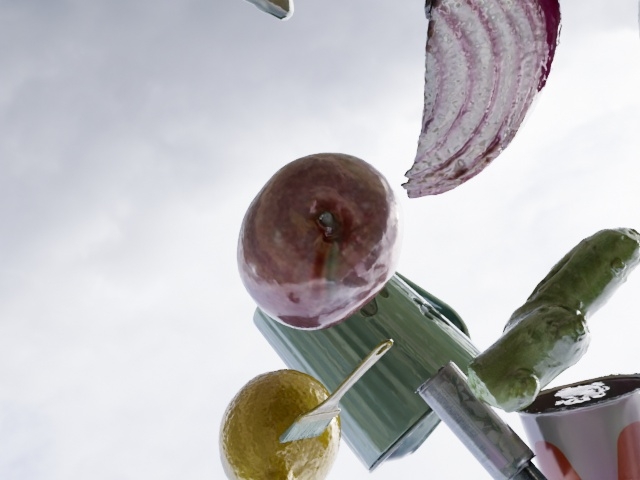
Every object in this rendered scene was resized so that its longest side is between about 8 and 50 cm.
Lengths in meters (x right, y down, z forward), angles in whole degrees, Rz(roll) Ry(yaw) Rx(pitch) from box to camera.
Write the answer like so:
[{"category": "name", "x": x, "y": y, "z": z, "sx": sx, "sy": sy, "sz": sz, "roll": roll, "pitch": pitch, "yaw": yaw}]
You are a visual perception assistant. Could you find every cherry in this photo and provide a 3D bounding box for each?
[{"category": "cherry", "x": 0.000, "y": 0.000, "z": 1.103, "sx": 0.236, "sy": 0.285, "sz": 0.213, "roll": -32, "pitch": -104, "yaw": -6}]

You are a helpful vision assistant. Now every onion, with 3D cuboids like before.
[{"category": "onion", "x": 0.155, "y": -0.179, "z": 0.736, "sx": 0.111, "sy": 0.250, "sz": 0.247, "roll": 12, "pitch": -145, "yaw": 14}]

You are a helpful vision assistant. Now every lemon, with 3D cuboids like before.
[{"category": "lemon", "x": -0.061, "y": 0.290, "z": 1.230, "sx": 0.186, "sy": 0.187, "sz": 0.244, "roll": -12, "pitch": -150, "yaw": 15}]

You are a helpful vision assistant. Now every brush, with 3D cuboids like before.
[{"category": "brush", "x": 0.028, "y": 0.195, "z": 1.084, "sx": 0.205, "sy": 0.083, "sz": 0.011, "roll": -51, "pitch": -123, "yaw": 25}]

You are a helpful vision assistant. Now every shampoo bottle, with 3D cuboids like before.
[{"category": "shampoo bottle", "x": 0.226, "y": 0.264, "z": 1.130, "sx": 0.072, "sy": 0.072, "sz": 0.214, "roll": -36, "pitch": -106, "yaw": -21}]

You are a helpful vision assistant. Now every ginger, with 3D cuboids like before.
[{"category": "ginger", "x": 0.278, "y": 0.090, "z": 0.965, "sx": 0.089, "sy": 0.137, "sz": 0.290, "roll": 42, "pitch": -121, "yaw": 11}]

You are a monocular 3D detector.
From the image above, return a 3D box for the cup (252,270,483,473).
[{"category": "cup", "x": 0.105, "y": 0.212, "z": 1.633, "sx": 0.310, "sy": 0.401, "sz": 0.392, "roll": -46, "pitch": -105, "yaw": 8}]

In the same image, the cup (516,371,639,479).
[{"category": "cup", "x": 0.401, "y": 0.350, "z": 1.170, "sx": 0.202, "sy": 0.289, "sz": 0.203, "roll": -15, "pitch": 177, "yaw": -1}]

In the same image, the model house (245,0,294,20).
[{"category": "model house", "x": -0.155, "y": -0.423, "z": 0.694, "sx": 0.400, "sy": 0.445, "sz": 0.395, "roll": -26, "pitch": -123, "yaw": 44}]

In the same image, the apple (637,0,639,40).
[{"category": "apple", "x": 0.539, "y": -0.252, "z": 0.824, "sx": 0.473, "sy": 0.474, "sz": 0.474, "roll": -15, "pitch": -147, "yaw": 10}]
